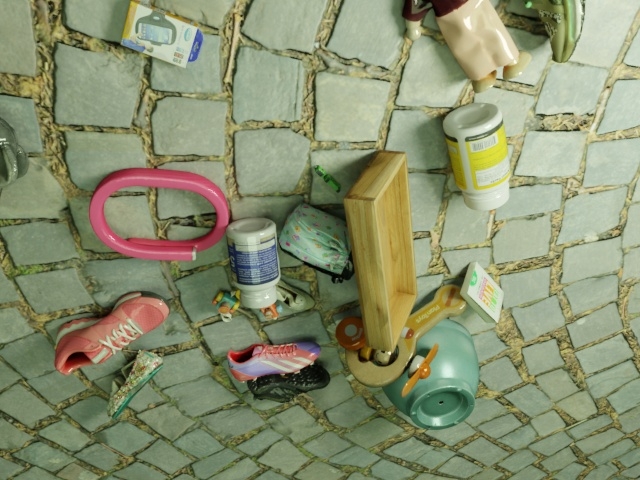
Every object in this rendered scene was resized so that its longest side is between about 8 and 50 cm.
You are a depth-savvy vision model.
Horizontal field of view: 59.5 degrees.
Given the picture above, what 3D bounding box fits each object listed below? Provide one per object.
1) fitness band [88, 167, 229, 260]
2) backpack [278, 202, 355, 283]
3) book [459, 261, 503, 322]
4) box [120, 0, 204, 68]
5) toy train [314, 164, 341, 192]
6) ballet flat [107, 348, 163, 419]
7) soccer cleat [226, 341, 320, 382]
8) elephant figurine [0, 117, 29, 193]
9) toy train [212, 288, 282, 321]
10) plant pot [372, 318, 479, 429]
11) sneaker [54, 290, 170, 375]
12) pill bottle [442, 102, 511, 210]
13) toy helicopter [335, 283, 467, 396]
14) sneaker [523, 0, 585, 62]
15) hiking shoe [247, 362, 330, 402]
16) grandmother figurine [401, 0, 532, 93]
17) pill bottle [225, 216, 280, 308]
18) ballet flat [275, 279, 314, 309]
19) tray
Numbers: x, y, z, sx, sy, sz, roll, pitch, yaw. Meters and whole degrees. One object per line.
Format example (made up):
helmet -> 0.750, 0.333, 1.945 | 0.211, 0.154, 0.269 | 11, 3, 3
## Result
fitness band -> -0.346, -0.054, 1.214 | 0.291, 0.054, 0.209 | 3, 124, -11
backpack -> 0.000, 0.000, 1.258 | 0.182, 0.152, 0.115 | 25, 111, -10
book -> 0.414, 0.133, 1.431 | 0.035, 0.096, 0.144 | -8, 139, 48
box -> -0.285, -0.372, 1.019 | 0.136, 0.028, 0.081 | 17, 120, -16
toy train -> 0.017, -0.133, 1.228 | 0.017, 0.023, 0.083 | -39, 120, 18
ballet flat -> -0.503, 0.373, 1.481 | 0.077, 0.091, 0.241 | 43, 108, 2
soccer cleat -> -0.124, 0.305, 1.479 | 0.248, 0.083, 0.095 | -16, 120, 6
elephant figurine -> -0.631, -0.155, 1.055 | 0.239, 0.169, 0.186 | -39, 151, 0
toy train -> -0.185, 0.168, 1.374 | 0.166, 0.046, 0.125 | -11, 124, 14
plant pot -> 0.305, 0.381, 1.518 | 0.293, 0.196, 0.293 | -4, 124, -6
sneaker -> -0.496, 0.234, 1.340 | 0.314, 0.136, 0.116 | -25, 125, 9
pill bottle -> 0.336, -0.173, 1.187 | 0.119, 0.119, 0.208 | -19, 125, 5
toy helicopter -> 0.229, 0.240, 1.404 | 0.355, 0.235, 0.140 | -34, 142, -6
sneaker -> 0.360, -0.498, 0.988 | 0.182, 0.158, 0.410 | -3, 134, 33
hiking shoe -> -0.084, 0.398, 1.556 | 0.227, 0.086, 0.114 | -4, 138, 2
grandmother figurine -> 0.241, -0.431, 1.013 | 0.208, 0.104, 0.342 | -25, 123, 26
pill bottle -> -0.147, 0.052, 1.258 | 0.112, 0.112, 0.186 | -6, 112, -4
ballet flat -> -0.084, 0.140, 1.384 | 0.168, 0.052, 0.057 | 32, 116, -26
tray -> 0.143, 0.030, 1.248 | 0.076, 0.203, 0.410 | 7, 129, 25
